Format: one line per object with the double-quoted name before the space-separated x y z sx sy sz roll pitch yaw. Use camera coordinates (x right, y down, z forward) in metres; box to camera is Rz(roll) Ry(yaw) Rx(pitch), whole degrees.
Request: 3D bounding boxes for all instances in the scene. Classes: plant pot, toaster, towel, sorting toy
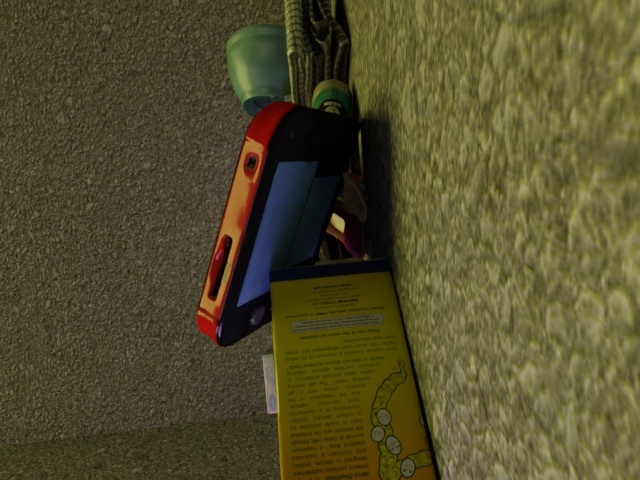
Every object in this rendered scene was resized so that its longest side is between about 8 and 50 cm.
"plant pot" -0.151 -0.492 1.615 0.293 0.293 0.196 98 175 -77
"toaster" 0.008 0.047 1.211 0.185 0.168 0.110 -101 8 -45
"towel" -0.010 -0.410 1.141 0.283 0.121 0.235 87 177 -66
"sorting toy" 0.071 -0.075 0.978 0.083 0.045 0.075 88 167 -49

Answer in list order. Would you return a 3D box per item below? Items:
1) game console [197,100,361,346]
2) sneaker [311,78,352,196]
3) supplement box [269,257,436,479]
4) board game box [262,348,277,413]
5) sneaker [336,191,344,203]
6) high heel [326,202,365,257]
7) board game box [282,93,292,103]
"game console" -0.052 -0.030 0.877 0.342 0.060 0.386 -14 -54 -63
"sneaker" 0.012 -0.176 1.098 0.302 0.108 0.121 90 -175 -50
"supplement box" 0.034 0.233 0.797 0.194 0.195 0.356 88 176 -54
"board game box" -0.078 0.226 0.852 0.090 0.020 0.090 100 164 -84
"sneaker" 0.023 -0.059 1.332 0.209 0.069 0.082 115 172 -45
"high heel" 0.028 -0.026 1.109 0.244 0.117 0.082 -101 6 -59
"board game box" -0.046 -0.383 1.610 0.259 0.136 0.030 96 166 -78
